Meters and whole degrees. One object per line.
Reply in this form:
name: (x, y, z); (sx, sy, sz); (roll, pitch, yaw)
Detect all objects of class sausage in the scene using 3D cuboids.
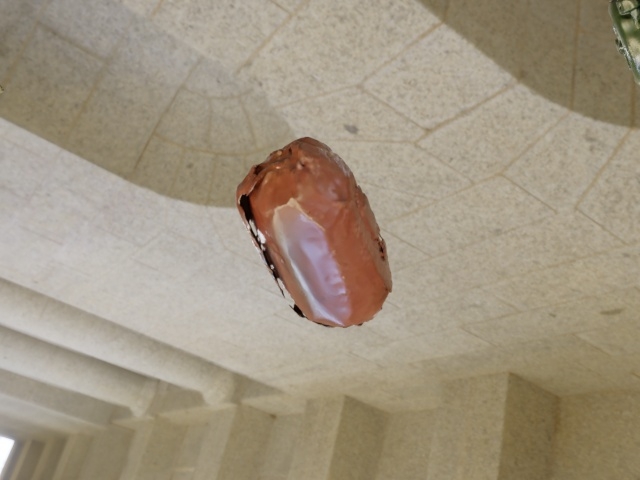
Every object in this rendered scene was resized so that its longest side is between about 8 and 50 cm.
sausage: (0.000, 0.000, 0.421); (0.076, 0.141, 0.076); (-18, -144, 13)

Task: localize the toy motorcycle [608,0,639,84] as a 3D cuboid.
toy motorcycle: (0.394, -0.156, 0.591); (0.205, 0.275, 0.127); (-22, -174, 26)

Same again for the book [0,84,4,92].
book: (-0.388, -0.271, 0.557); (0.021, 0.217, 0.310); (-37, -123, -21)
